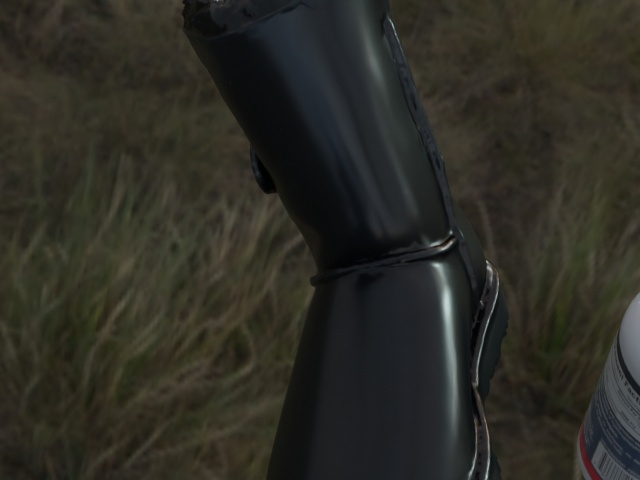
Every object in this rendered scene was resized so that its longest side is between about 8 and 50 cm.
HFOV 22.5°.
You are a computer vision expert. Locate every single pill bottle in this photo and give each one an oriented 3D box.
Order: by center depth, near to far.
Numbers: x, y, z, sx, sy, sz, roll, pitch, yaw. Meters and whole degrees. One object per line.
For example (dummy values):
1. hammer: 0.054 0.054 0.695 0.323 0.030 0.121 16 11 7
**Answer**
1. pill bottle: 0.222 0.082 0.948 0.108 0.180 0.108 4 48 -5

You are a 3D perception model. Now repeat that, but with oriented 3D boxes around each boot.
1. boot: 0.000 0.000 0.631 0.094 0.207 0.246 -15 25 22
